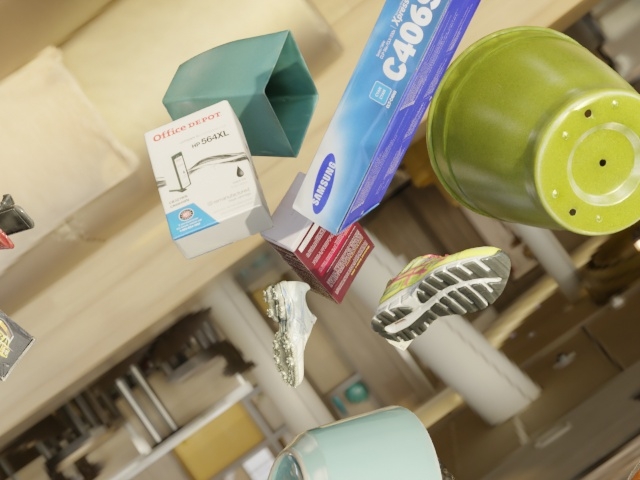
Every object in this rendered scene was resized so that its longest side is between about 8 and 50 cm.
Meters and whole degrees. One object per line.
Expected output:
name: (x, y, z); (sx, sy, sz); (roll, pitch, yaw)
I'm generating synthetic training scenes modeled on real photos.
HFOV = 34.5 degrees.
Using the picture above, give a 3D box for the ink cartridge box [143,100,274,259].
ink cartridge box: (-0.175, -0.095, 1.597); (0.148, 0.203, 0.086); (-22, 154, 3)

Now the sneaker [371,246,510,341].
sneaker: (0.146, 0.046, 1.281); (0.208, 0.081, 0.094); (-28, -147, 37)

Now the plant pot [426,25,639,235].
plant pot: (0.410, -0.165, 1.767); (0.366, 0.366, 0.353); (-36, -159, 0)

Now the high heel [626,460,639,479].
high heel: (0.383, 0.361, 1.112); (0.082, 0.117, 0.244); (-45, -152, 51)

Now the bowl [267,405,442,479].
bowl: (0.025, 0.373, 1.392); (0.163, 0.312, 0.311); (9, 156, -22)

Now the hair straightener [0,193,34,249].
hair straightener: (-0.450, -0.020, 1.421); (0.230, 0.047, 0.089); (-12, -147, 53)

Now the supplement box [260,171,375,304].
supplement box: (0.000, 0.000, 1.762); (0.130, 0.073, 0.239); (-58, 148, -13)

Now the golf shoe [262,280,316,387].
golf shoe: (-0.036, 0.152, 1.698); (0.086, 0.176, 0.069); (-10, -174, -34)

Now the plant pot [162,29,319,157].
plant pot: (-0.153, -0.258, 1.878); (0.234, 0.166, 0.166); (-1, -130, 25)

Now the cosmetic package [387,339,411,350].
cosmetic package: (0.147, 0.117, 1.697); (0.115, 0.041, 0.060); (-52, -145, 9)

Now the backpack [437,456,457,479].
backpack: (0.178, 0.439, 1.501); (0.213, 0.276, 0.263); (-50, 170, -9)

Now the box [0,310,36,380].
box: (-0.521, 0.055, 1.233); (0.293, 0.295, 0.073); (-10, -138, 51)

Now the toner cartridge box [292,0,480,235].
toner cartridge box: (0.089, -0.186, 1.309); (0.165, 0.075, 0.348); (-34, 152, -61)
